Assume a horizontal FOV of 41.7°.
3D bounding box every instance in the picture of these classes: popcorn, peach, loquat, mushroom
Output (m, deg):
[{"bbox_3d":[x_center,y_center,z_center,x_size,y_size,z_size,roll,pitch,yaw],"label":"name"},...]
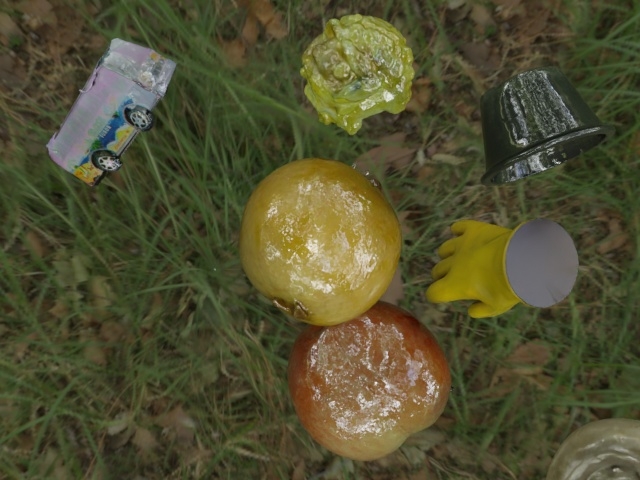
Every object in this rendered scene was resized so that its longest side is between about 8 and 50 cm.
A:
[{"bbox_3d":[0.052,-0.240,1.218,0.173,0.173,0.142,-41,51,-7],"label":"popcorn"},{"bbox_3d":[0.069,0.209,1.303,0.252,0.252,0.253,0,88,-7],"label":"peach"},{"bbox_3d":[0.000,0.000,0.747,0.163,0.137,0.163,10,71,-30],"label":"loquat"},{"bbox_3d":[0.387,0.334,1.063,0.204,0.204,0.204,0,88,-7],"label":"mushroom"}]

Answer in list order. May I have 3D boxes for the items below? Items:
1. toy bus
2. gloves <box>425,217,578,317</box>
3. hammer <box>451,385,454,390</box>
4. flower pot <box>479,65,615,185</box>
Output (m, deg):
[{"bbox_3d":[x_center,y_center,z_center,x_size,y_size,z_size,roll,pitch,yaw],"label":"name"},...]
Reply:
[{"bbox_3d":[-0.375,-0.227,1.499,0.137,0.317,0.113,29,49,-19],"label":"toy bus"},{"bbox_3d":[0.243,0.036,1.251,0.116,0.294,0.133,31,77,-17],"label":"gloves"},{"bbox_3d":[0.155,0.235,1.502,0.178,0.021,0.065,24,78,20],"label":"hammer"},{"bbox_3d":[0.363,-0.203,1.429,0.235,0.235,0.148,-17,81,-7],"label":"flower pot"}]
